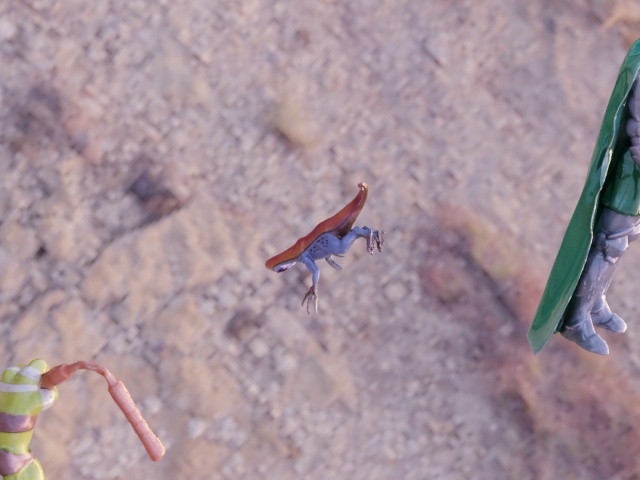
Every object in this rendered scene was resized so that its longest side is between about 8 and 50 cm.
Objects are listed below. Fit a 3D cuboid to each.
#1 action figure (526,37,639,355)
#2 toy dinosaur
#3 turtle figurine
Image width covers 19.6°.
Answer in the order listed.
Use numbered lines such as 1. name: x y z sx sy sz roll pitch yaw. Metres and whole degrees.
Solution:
1. action figure: 0.197 -0.046 1.166 0.063 0.232 0.137 18 22 15
2. toy dinosaur: 0.000 0.000 1.229 0.047 0.082 0.090 -48 134 -65
3. turtle figurine: -0.205 0.188 1.076 0.217 0.269 0.087 9 24 17
